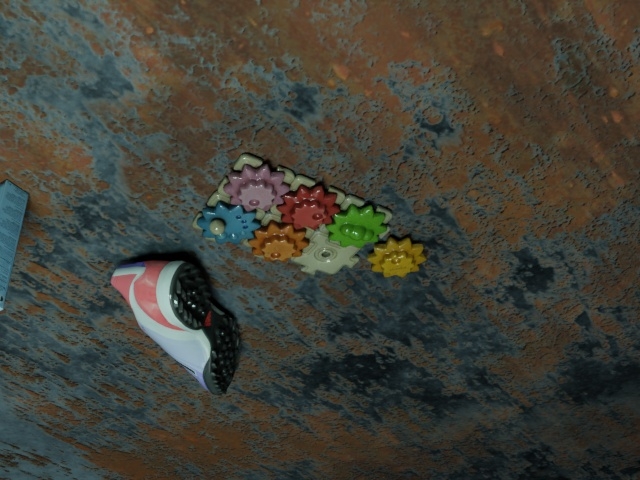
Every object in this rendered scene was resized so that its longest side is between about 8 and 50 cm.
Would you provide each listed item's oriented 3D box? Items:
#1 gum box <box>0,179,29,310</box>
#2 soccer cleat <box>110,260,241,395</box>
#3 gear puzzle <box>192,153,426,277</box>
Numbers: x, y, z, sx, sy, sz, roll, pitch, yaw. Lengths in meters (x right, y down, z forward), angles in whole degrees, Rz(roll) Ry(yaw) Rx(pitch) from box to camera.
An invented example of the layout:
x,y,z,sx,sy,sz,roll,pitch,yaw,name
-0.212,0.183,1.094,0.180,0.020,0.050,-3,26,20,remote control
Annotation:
x,y,z,sx,sy,sz,roll,pitch,yaw,name
-0.450,0.032,1.047,0.157,0.184,0.041,-26,136,24,gum box
-0.212,0.134,1.273,0.116,0.108,0.318,7,146,19,soccer cleat
0.000,0.000,1.155,0.339,0.044,0.175,20,135,-26,gear puzzle
